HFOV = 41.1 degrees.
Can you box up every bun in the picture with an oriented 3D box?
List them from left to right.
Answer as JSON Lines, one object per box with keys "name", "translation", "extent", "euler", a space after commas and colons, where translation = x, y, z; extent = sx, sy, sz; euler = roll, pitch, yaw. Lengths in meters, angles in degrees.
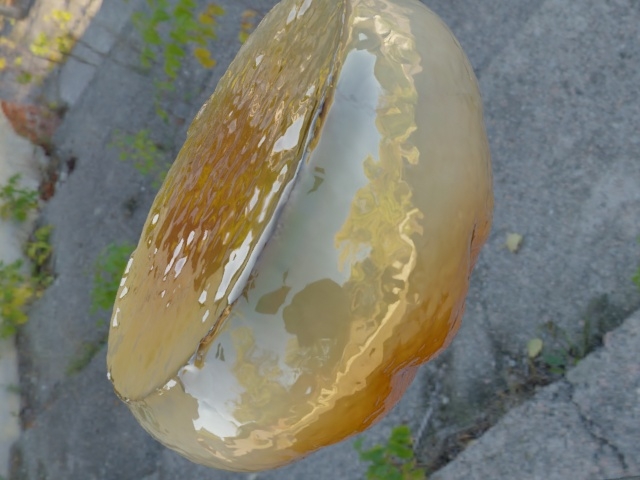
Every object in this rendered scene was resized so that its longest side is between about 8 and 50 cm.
{"name": "bun", "translation": [0.000, 0.000, 0.520], "extent": [0.299, 0.165, 0.299], "euler": [-46, 27, 32]}

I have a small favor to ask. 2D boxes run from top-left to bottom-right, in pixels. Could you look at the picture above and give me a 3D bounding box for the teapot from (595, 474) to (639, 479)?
{"name": "teapot", "translation": [0.172, 0.226, 0.487], "extent": [0.270, 0.337, 0.200], "euler": [144, 123, -67]}
